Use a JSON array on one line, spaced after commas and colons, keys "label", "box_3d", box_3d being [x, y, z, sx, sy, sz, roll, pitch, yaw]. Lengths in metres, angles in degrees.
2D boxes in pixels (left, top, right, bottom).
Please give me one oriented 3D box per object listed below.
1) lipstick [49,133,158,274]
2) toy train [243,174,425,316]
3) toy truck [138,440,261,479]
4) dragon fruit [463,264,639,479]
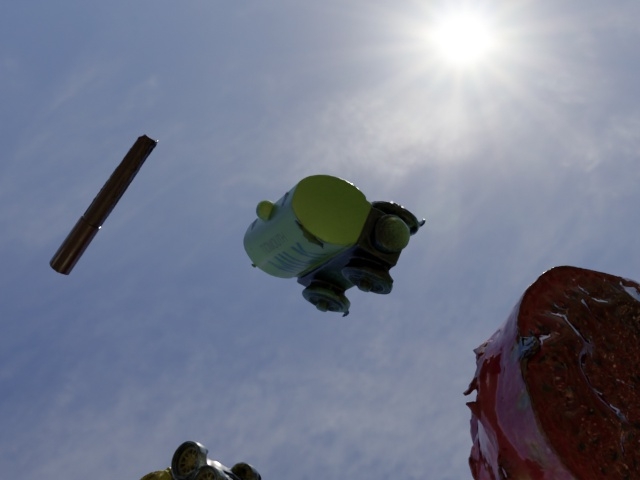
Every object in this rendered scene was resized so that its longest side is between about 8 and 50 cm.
[{"label": "lipstick", "box_3d": [-0.232, -0.040, 1.022, 0.027, 0.027, 0.176, 40, -82, 30]}, {"label": "toy train", "box_3d": [0.000, 0.000, 1.033, 0.157, 0.253, 0.105, 28, -108, -11]}, {"label": "toy truck", "box_3d": [-0.087, 0.281, 0.883, 0.114, 0.098, 0.227, -55, -139, 0]}, {"label": "dragon fruit", "box_3d": [0.312, 0.231, 1.076, 0.371, 0.249, 0.386, 24, -136, -14]}]
